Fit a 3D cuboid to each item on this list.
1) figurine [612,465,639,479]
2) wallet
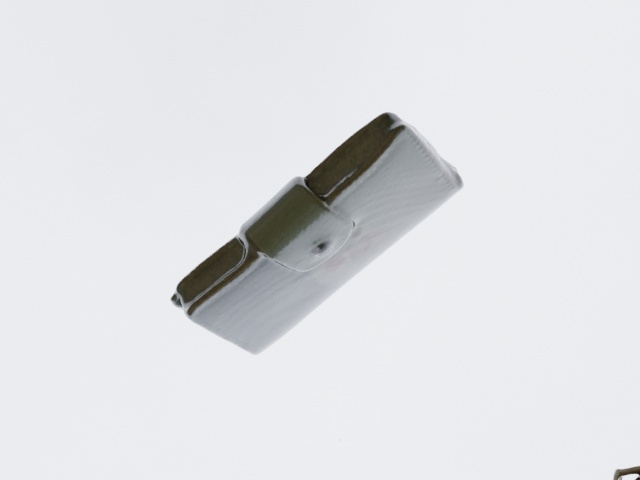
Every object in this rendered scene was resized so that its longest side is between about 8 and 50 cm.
[{"bbox_3d":[0.333,0.208,1.004,0.115,0.240,0.175,-5,-89,32],"label":"figurine"},{"bbox_3d":[0.000,0.000,1.451,0.360,0.252,0.083,-40,-115,7],"label":"wallet"}]
